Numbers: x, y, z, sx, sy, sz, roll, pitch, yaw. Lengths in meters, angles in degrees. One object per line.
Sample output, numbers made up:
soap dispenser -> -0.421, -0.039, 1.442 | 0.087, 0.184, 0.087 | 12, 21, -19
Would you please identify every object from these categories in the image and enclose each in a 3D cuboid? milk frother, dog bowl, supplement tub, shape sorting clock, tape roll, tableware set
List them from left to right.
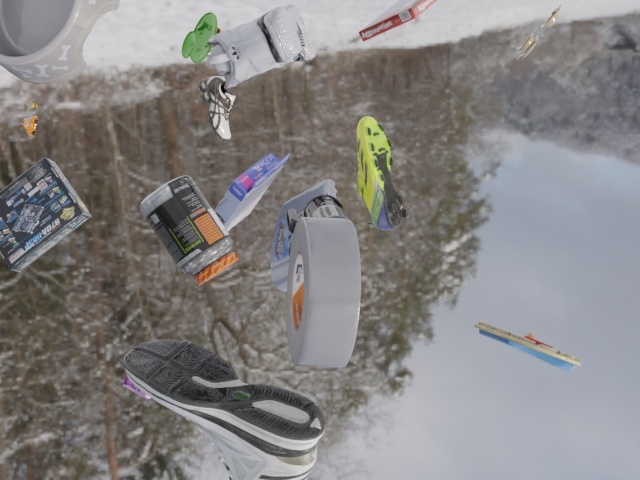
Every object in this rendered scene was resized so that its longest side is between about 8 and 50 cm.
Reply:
dog bowl -> -0.591, -0.505, 1.665 | 0.349, 0.348, 0.102 | 5, -179, 20
supplement tub -> -0.245, -0.017, 1.524 | 0.117, 0.190, 0.117 | -33, 180, 0
milk frother -> 0.000, 0.000, 1.594 | 0.129, 0.143, 0.134 | -11, -158, -5
tape roll -> 0.000, 0.075, 1.176 | 0.072, 0.219, 0.219 | 4, -169, -11
shape sorting clock -> 0.390, 0.194, 1.518 | 0.206, 0.040, 0.206 | 24, 177, 1
tableware set -> 0.545, -0.520, 2.008 | 0.020, 0.168, 0.141 | 39, -161, -4

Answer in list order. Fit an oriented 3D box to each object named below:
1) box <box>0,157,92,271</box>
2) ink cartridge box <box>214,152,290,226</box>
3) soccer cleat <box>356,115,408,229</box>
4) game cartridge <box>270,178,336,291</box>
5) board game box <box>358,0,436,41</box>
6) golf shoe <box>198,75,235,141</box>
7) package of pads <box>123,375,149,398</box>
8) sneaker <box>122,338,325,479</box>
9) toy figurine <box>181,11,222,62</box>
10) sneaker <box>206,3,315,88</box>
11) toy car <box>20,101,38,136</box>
box -> -0.677, -0.061, 1.893 | 0.220, 0.175, 0.051 | -38, 168, 1
ink cartridge box -> -0.215, -0.132, 2.288 | 0.186, 0.065, 0.311 | -44, 179, -44
soccer cleat -> 0.122, -0.156, 1.947 | 0.121, 0.289, 0.093 | 1, -153, 40
game cartridge -> -0.049, -0.013, 2.183 | 0.198, 0.297, 0.062 | -24, 134, 33
board game box -> 0.207, -0.525, 1.776 | 0.145, 0.027, 0.281 | -13, -156, 41
golf shoe -> -0.291, -0.392, 2.394 | 0.094, 0.198, 0.077 | -14, -161, 12
package of pads -> -0.457, 0.362, 2.040 | 0.083, 0.050, 0.032 | 21, -174, 27
sneaker -> -0.218, 0.387, 1.631 | 0.448, 0.257, 0.169 | 21, -150, 19
toy figurine -> -0.243, -0.482, 2.041 | 0.159, 0.130, 0.173 | 15, 167, -36
sneaker -> -0.142, -0.461, 1.905 | 0.210, 0.137, 0.366 | -19, -170, 12
toy car -> -0.788, -0.327, 2.171 | 0.041, 0.060, 0.122 | 10, -152, -29
